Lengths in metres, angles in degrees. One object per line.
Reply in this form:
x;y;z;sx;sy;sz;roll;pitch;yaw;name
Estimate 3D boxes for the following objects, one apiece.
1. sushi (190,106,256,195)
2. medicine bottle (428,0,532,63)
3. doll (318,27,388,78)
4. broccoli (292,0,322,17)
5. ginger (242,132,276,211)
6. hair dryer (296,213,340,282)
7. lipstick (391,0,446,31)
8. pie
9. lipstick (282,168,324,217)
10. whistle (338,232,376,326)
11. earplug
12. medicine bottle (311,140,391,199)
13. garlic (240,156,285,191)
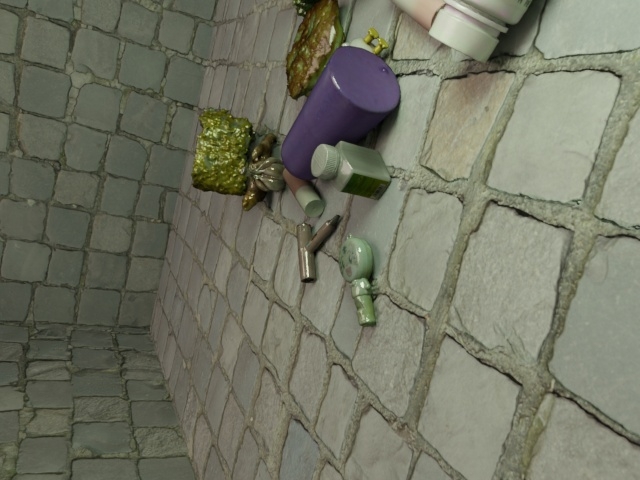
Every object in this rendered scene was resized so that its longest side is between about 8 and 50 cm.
-0.401;-0.368;2.148;0.396;0.240;0.351;-153;71;-82;sushi
0.340;-0.510;0.991;0.293;0.170;0.170;-62;34;29;medicine bottle
0.085;-0.497;1.508;0.138;0.119;0.293;50;140;-3;doll
-0.053;-0.943;1.847;0.254;0.186;0.302;58;149;-8;broccoli
-0.238;-0.272;2.017;0.166;0.080;0.333;5;-80;-79;ginger
0.003;0.010;1.591;0.220;0.054;0.195;-32;55;46;hair dryer
0.244;-0.603;1.278;0.087;0.087;0.327;-61;34;32;lipstick
-0.021;-0.658;1.763;0.354;0.103;0.288;-64;32;21;pie
-0.061;-0.170;1.723;0.070;0.070;0.254;-66;32;25;lipstick
0.105;0.099;1.353;0.126;0.067;0.258;133;133;-56;whistle
0.021;-0.332;1.492;0.456;0.215;0.215;-42;47;53;earplug
0.077;-0.192;1.355;0.088;0.188;0.132;-55;37;39;medicine bottle
-0.207;-0.252;1.902;0.127;0.194;0.131;-8;72;47;garlic
